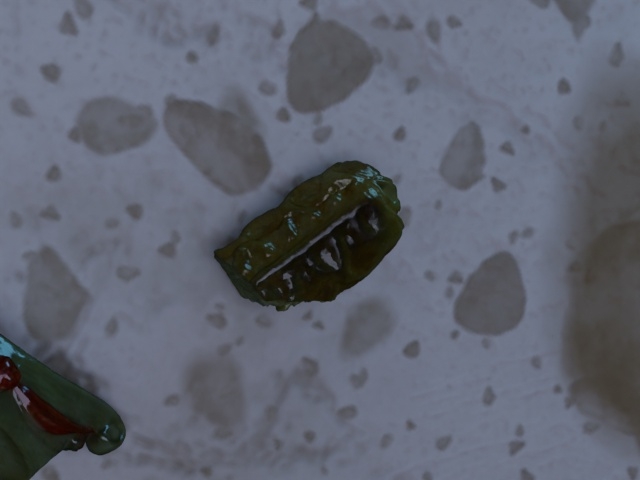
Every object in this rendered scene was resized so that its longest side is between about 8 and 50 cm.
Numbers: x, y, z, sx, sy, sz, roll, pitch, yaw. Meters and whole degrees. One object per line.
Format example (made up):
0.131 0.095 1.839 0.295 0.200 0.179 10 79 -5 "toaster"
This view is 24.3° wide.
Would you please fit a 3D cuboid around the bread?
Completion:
0.000 0.000 0.869 0.110 0.060 0.066 -37 78 -11 "bread"

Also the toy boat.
-0.189 0.079 0.812 0.185 0.071 0.089 38 128 -19 "toy boat"
